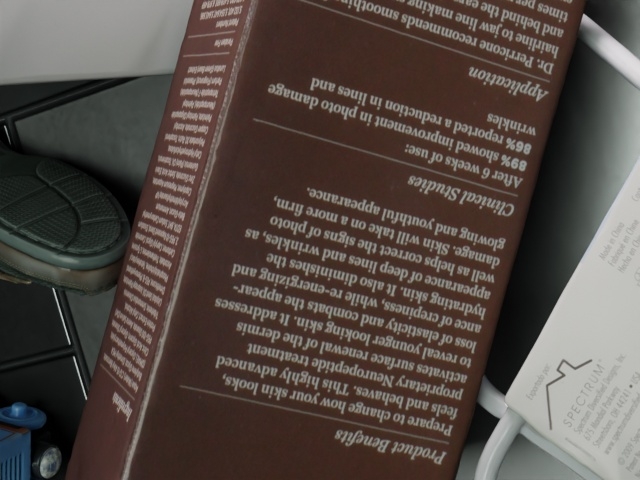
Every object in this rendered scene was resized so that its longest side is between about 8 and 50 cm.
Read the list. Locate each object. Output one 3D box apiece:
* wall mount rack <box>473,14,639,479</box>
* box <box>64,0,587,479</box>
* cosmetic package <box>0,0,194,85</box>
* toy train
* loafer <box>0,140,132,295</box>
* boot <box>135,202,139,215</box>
[{"bbox_3d":[0.172,0.014,0.784,0.304,0.130,0.350,36,111,26],"label":"wall mount rack"},{"bbox_3d":[0.000,0.000,0.797,0.191,0.143,0.381,15,90,-20],"label":"box"},{"bbox_3d":[-0.195,-0.170,0.869,0.225,0.224,0.138,14,108,48],"label":"cosmetic package"},{"bbox_3d":[-0.293,0.158,1.086,0.184,0.105,0.080,12,105,24],"label":"toy train"},{"bbox_3d":[-0.231,-0.017,1.028,0.267,0.096,0.084,29,130,35],"label":"loafer"},{"bbox_3d":[-0.056,-0.068,0.942,0.176,0.088,0.244,12,91,46],"label":"boot"}]
